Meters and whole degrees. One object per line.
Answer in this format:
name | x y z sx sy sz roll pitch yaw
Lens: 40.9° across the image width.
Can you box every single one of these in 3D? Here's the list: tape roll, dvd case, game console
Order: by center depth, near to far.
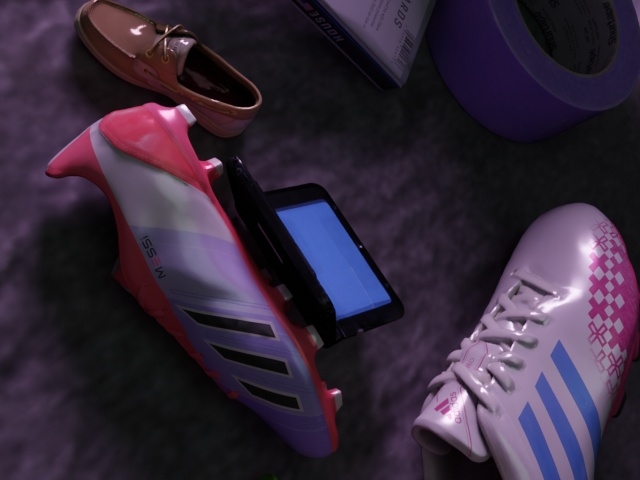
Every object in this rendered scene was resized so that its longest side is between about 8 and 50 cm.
game console | 0.000 0.000 0.561 0.071 0.107 0.122 -30 69 -11
dvd case | 0.013 -0.254 0.644 0.238 0.029 0.179 38 65 -37
tape roll | 0.189 -0.187 0.756 0.188 0.080 0.189 11 69 -29

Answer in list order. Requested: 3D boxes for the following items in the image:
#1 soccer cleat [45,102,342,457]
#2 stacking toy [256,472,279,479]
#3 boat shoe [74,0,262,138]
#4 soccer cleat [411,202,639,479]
soccer cleat | -0.072 0.034 0.530 0.095 0.083 0.248 -29 95 -11
stacking toy | -0.021 0.271 0.495 0.167 0.052 0.221 45 51 -22
boat shoe | -0.097 -0.121 0.573 0.135 0.045 0.050 30 61 -21
soccer cleat | 0.141 0.101 0.609 0.143 0.116 0.331 28 63 -26
